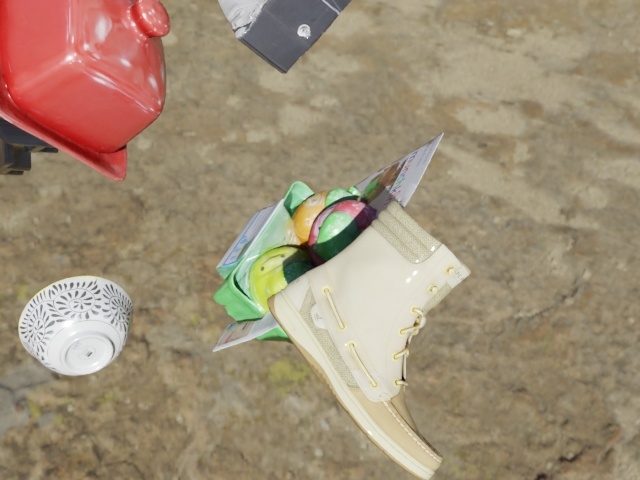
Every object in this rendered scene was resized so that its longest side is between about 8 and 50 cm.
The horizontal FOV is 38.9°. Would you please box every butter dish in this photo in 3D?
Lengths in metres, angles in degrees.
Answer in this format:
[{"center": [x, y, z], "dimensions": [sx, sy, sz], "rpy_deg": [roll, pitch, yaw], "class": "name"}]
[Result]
[{"center": [-0.170, -0.152, 0.699], "dimensions": [0.118, 0.160, 0.160], "rpy_deg": [-21, 64, 20], "class": "butter dish"}]

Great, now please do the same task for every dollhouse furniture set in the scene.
[{"center": [-0.471, -0.221, 1.269], "dimensions": [0.161, 0.212, 0.242], "rpy_deg": [0, 83, -34], "class": "dollhouse furniture set"}]

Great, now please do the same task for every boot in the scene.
[{"center": [0.094, 0.106, 0.992], "dimensions": [0.203, 0.095, 0.262], "rpy_deg": [-39, 75, -3], "class": "boot"}]

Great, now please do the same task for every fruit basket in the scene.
[{"center": [0.000, 0.000, 1.321], "dimensions": [0.165, 0.353, 0.327], "rpy_deg": [40, 52, -12], "class": "fruit basket"}]

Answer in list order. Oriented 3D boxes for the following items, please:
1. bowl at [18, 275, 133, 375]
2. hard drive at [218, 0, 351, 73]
[{"center": [-0.348, 0.142, 1.327], "dimensions": [0.170, 0.170, 0.080], "rpy_deg": [-13, 40, -20], "class": "bowl"}, {"center": [0.033, -0.324, 0.745], "dimensions": [0.064, 0.339, 0.237], "rpy_deg": [33, 20, -35], "class": "hard drive"}]
